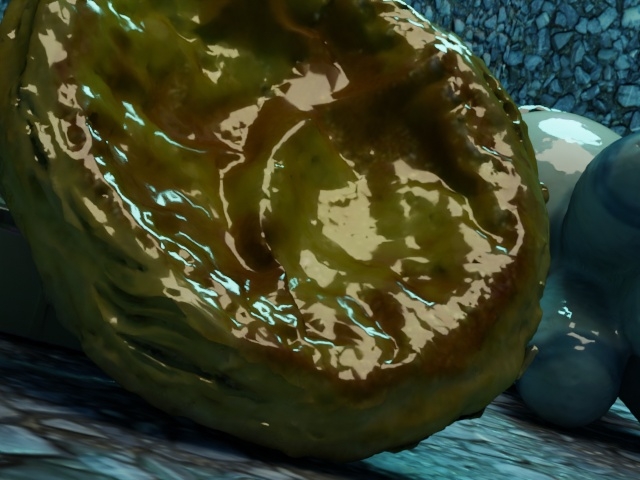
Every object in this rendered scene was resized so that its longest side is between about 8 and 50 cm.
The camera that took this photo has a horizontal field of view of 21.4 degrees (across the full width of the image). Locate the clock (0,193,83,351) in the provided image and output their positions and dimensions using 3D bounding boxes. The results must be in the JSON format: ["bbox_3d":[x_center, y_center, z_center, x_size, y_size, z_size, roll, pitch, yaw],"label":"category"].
[{"bbox_3d":[-0.122,0.026,1.002,0.192,0.071,0.147,15,3,-16],"label":"clock"}]

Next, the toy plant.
[{"bbox_3d":[0.225,0.033,1.256,0.247,0.247,0.332,14,5,-23],"label":"toy plant"}]

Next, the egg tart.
[{"bbox_3d":[-0.033,-0.022,0.897,0.341,0.341,0.132,14,-40,-19],"label":"egg tart"}]
